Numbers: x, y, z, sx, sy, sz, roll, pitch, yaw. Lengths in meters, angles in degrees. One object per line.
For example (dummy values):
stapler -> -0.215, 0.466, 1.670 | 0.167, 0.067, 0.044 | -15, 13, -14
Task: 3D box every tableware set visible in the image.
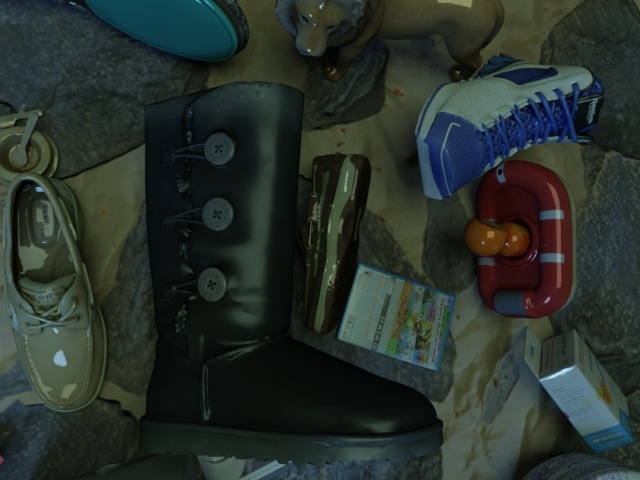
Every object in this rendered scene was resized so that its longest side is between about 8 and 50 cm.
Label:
tableware set -> -0.444, -0.099, 0.657 | 0.194, 0.039, 0.128 | -17, 87, -14

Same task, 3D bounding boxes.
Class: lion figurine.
lion figurine -> 0.121, -0.315, 0.711 | 0.392, 0.240, 0.142 | -12, 86, -15

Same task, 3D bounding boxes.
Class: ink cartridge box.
ink cartridge box -> 0.389, 0.211, 0.777 | 0.181, 0.062, 0.104 | 52, 32, -3

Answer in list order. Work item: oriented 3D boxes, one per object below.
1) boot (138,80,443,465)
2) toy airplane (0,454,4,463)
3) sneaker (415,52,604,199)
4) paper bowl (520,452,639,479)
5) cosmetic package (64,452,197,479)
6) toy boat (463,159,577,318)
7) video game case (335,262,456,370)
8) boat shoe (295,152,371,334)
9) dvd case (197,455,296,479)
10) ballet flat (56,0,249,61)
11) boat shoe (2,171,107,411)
boot -> -0.044, 0.026, 0.634 | 0.367, 0.146, 0.445 | -1, 78, 7
toy airplane -> -0.430, 0.323, 0.617 | 0.151, 0.028, 0.151 | 1, 84, -12
sneaker -> 0.279, -0.178, 0.713 | 0.315, 0.182, 0.127 | -42, 130, -32
paper bowl -> 0.377, 0.451, 0.728 | 0.284, 0.148, 0.284 | 2, 82, -13
cosmetic package -> -0.221, 0.343, 0.482 | 0.217, 0.385, 0.156 | -11, 85, -12
toy boat -> 0.271, -0.005, 0.745 | 0.151, 0.151, 0.231 | 8, 80, -32
video game case -> 0.116, 0.116, 0.775 | 0.166, 0.015, 0.119 | 19, 79, -10
boat shoe -> 0.003, 0.001, 0.737 | 0.095, 0.095, 0.257 | 11, 85, 19
dvd case -> -0.107, 0.225, 0.709 | 0.165, 0.018, 0.221 | -22, 89, -15
ballet flat -> -0.320, -0.388, 0.674 | 0.483, 0.164, 0.182 | 12, 61, -10
boat shoe -> -0.333, 0.068, 0.629 | 0.109, 0.098, 0.302 | -6, 90, -14
